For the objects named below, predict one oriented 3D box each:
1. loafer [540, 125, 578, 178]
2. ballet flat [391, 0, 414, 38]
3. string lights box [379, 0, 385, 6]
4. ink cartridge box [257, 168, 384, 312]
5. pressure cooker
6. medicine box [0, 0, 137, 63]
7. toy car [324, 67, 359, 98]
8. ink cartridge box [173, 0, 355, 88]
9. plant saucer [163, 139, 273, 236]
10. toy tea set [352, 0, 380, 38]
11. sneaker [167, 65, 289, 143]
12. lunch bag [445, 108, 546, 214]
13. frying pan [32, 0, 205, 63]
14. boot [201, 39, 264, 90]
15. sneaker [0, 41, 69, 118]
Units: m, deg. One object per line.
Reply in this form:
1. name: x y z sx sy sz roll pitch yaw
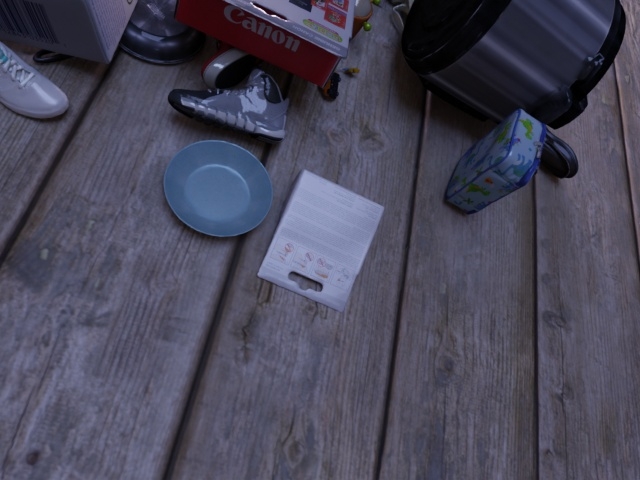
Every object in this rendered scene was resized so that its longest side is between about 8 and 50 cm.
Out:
1. loafer: 0.562 -0.237 1.209 0.078 0.080 0.220 -36 80 -20
2. ballet flat: 0.225 -0.623 1.230 0.086 0.086 0.248 3 69 -21
3. string lights box: 0.195 -0.756 1.236 0.077 0.133 0.259 28 61 -10
4. ink cartridge box: 0.000 0.000 0.900 0.181 0.056 0.224 25 80 -11
5. pressure cooker: 0.446 -0.457 1.061 0.421 0.375 0.369 21 99 -24
6. medicine box: -0.470 -0.489 0.817 0.264 0.149 0.288 11 65 -5
7. toy car: 0.041 -0.360 1.075 0.041 0.060 0.122 16 31 33
8. ink cartridge box: -0.100 -0.435 0.891 0.310 0.130 0.271 20 51 -16
9. plant saucer: -0.185 -0.091 0.857 0.195 0.037 0.194 9 65 -20
10. toy tea set: -0.006 -0.611 1.098 0.337 0.124 0.199 19 63 -14
11. sneaker: -0.164 -0.278 0.897 0.229 0.086 0.132 14 90 -26
12. lunch bag: 0.375 -0.167 1.013 0.090 0.219 0.176 31 60 -8
13. frying pan: -0.386 -0.434 0.918 0.327 0.053 0.197 -9 71 -28
14. boot: -0.206 -0.418 0.961 0.176 0.088 0.244 38 52 -3
15. sneaker: -0.520 -0.285 0.770 0.212 0.094 0.080 33 59 -7
